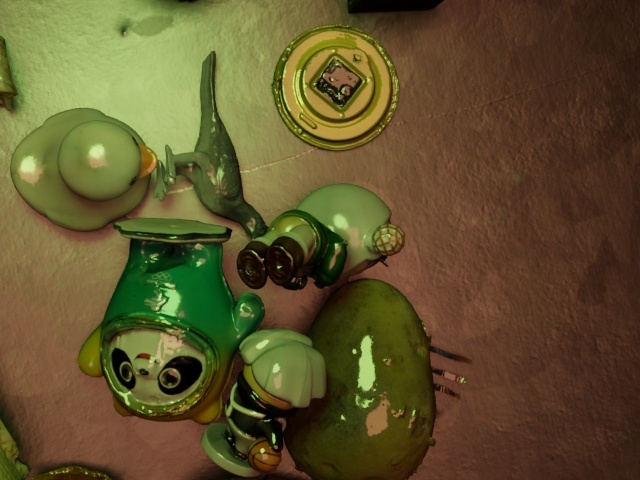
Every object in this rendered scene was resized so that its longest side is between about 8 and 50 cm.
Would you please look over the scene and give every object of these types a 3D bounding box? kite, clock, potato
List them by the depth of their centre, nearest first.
[{"bbox_3d":[0.079,0.246,1.631,0.269,0.219,0.359,10,83,32],"label":"potato"},{"bbox_3d":[0.032,-0.279,1.729,0.236,0.057,0.237,0,89,-7],"label":"clock"},{"bbox_3d":[0.153,0.214,1.754,0.245,0.015,0.141,21,90,0],"label":"kite"}]

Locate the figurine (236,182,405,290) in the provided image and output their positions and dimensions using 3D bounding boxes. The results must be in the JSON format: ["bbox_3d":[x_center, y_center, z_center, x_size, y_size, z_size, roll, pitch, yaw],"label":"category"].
[{"bbox_3d":[0.000,0.000,1.599,0.281,0.370,0.167,-11,96,31],"label":"figurine"}]

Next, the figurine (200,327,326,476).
[{"bbox_3d":[-0.086,0.258,1.535,0.133,0.176,0.236,17,108,-37],"label":"figurine"}]

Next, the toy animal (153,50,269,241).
[{"bbox_3d":[-0.201,-0.133,1.662,0.205,0.081,0.367,-24,95,-40],"label":"toy animal"}]

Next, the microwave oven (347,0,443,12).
[{"bbox_3d":[0.147,-0.503,1.656,0.188,0.247,0.178,-7,93,-7],"label":"microwave oven"}]

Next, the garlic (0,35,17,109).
[{"bbox_3d":[-0.674,-0.310,1.597,0.325,0.132,0.279,-2,81,-13],"label":"garlic"}]

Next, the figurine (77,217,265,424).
[{"bbox_3d":[-0.253,0.141,1.610,0.323,0.231,0.340,7,99,10],"label":"figurine"}]

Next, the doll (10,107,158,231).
[{"bbox_3d":[-0.391,-0.122,1.587,0.250,0.221,0.221,0,89,1],"label":"doll"}]

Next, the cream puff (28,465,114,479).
[{"bbox_3d":[-0.422,0.494,1.605,0.183,0.183,0.169,8,108,-8],"label":"cream puff"}]

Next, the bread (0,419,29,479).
[{"bbox_3d":[-0.715,0.331,1.504,0.371,0.279,0.390,-33,94,-5],"label":"bread"}]

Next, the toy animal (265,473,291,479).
[{"bbox_3d":[0.023,0.494,1.703,0.255,0.090,0.170,-4,86,-11],"label":"toy animal"}]

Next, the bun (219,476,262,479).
[{"bbox_3d":[-0.126,0.529,1.640,0.287,0.146,0.288,1,95,15],"label":"bun"}]
